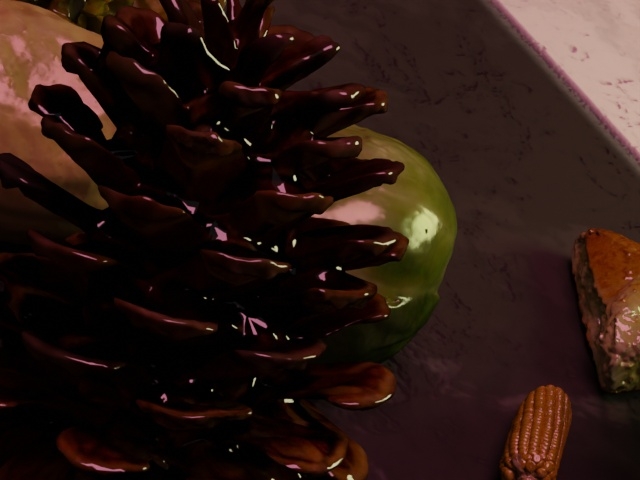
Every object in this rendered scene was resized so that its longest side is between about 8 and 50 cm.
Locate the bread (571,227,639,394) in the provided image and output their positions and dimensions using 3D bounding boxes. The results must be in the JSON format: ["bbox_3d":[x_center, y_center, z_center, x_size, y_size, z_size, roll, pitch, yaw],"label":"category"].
[{"bbox_3d":[0.241,0.057,1.298,0.136,0.054,0.154,21,36,-13],"label":"bread"}]

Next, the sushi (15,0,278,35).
[{"bbox_3d":[-0.148,-0.200,1.241,0.167,0.296,0.179,-38,27,-11],"label":"sushi"}]

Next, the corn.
[{"bbox_3d":[0.129,0.118,1.154,0.037,0.037,0.092,28,31,3],"label":"corn"}]

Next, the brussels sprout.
[{"bbox_3d":[0.008,0.002,1.157,0.145,0.131,0.183,10,29,14],"label":"brussels sprout"}]

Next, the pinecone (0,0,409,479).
[{"bbox_3d":[-0.071,0.009,0.955,0.246,0.292,0.246,11,18,-4],"label":"pinecone"}]

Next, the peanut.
[{"bbox_3d":[-0.230,-0.075,1.102,0.319,0.147,0.147,7,38,-18],"label":"peanut"}]
